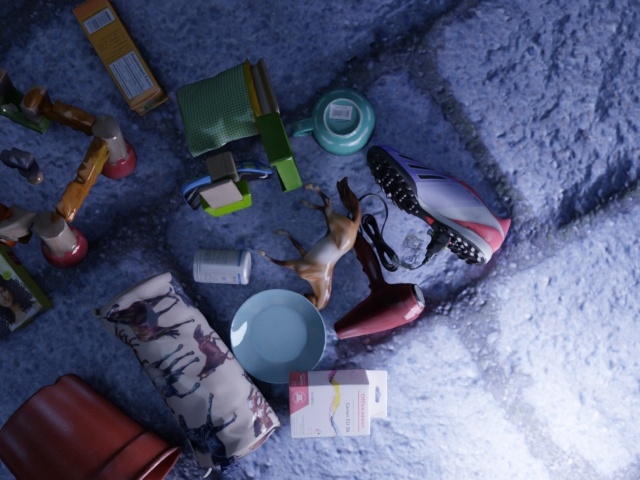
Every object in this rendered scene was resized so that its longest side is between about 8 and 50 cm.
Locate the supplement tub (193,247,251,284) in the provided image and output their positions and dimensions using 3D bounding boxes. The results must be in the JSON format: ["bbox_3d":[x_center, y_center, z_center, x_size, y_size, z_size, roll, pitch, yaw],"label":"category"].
[{"bbox_3d":[-0.197,0.052,1.355,0.107,0.071,0.071,4,91,3],"label":"supplement tub"}]

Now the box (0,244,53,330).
[{"bbox_3d":[-0.663,0.069,1.386,0.087,0.058,0.232,-39,88,2],"label":"box"}]

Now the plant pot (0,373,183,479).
[{"bbox_3d":[-0.457,0.417,1.293,0.265,0.272,0.272,39,93,10],"label":"plant pot"}]

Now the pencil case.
[{"bbox_3d":[-0.263,0.255,1.316,0.184,0.160,0.410,-36,89,-16],"label":"pencil case"}]

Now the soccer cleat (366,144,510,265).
[{"bbox_3d":[0.230,-0.091,1.326,0.318,0.108,0.116,42,72,4],"label":"soccer cleat"}]

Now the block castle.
[{"bbox_3d":[-0.621,-0.155,1.294,0.453,0.213,0.303,23,71,-3],"label":"block castle"}]

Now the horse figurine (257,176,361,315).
[{"bbox_3d":[0.000,0.000,1.339,0.174,0.066,0.263,39,101,12],"label":"horse figurine"}]

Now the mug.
[{"bbox_3d":[0.034,-0.227,1.325,0.158,0.097,0.129,-41,89,2],"label":"mug"}]

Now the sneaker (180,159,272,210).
[{"bbox_3d":[-0.187,-0.112,1.363,0.188,0.067,0.078,-18,111,1],"label":"sneaker"}]

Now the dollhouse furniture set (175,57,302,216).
[{"bbox_3d":[-0.174,-0.226,1.269,0.198,0.151,0.301,-18,71,2],"label":"dollhouse furniture set"}]

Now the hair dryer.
[{"bbox_3d":[0.118,0.074,1.346,0.224,0.080,0.293,28,93,31],"label":"hair dryer"}]

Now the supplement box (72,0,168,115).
[{"bbox_3d":[-0.402,-0.373,1.357,0.080,0.078,0.233,-29,90,0],"label":"supplement box"}]

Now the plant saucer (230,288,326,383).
[{"bbox_3d":[-0.085,0.192,1.365,0.195,0.037,0.194,0,93,3],"label":"plant saucer"}]

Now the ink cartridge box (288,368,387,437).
[{"bbox_3d":[0.037,0.323,1.333,0.198,0.067,0.115,-2,106,-2],"label":"ink cartridge box"}]
